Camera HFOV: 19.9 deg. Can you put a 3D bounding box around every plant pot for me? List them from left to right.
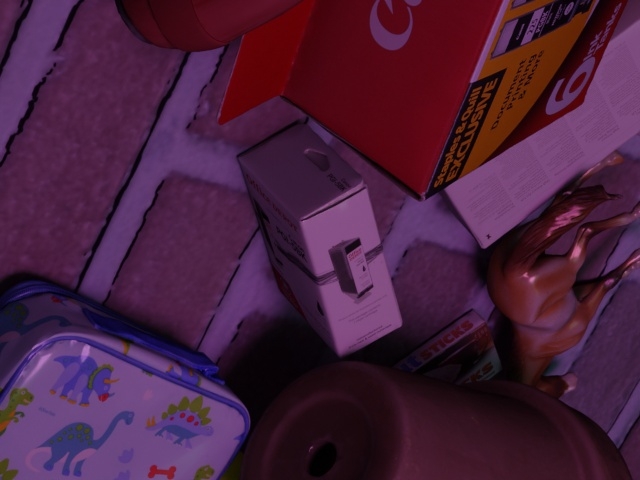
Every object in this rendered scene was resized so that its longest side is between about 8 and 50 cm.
[{"bbox_3d":[0.068,0.198,1.328,0.263,0.263,0.229,-49,134,4],"label":"plant pot"}]

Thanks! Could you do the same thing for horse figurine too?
[{"bbox_3d":[0.195,0.032,1.454,0.174,0.066,0.263,-39,150,-6],"label":"horse figurine"}]

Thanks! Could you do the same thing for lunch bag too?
[{"bbox_3d":[-0.166,0.133,1.271,0.219,0.090,0.176,27,103,-43],"label":"lunch bag"}]

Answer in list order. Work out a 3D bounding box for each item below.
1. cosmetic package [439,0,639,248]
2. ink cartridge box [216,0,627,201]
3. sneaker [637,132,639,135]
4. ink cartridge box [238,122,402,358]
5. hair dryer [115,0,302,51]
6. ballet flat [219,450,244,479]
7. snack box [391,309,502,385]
[{"bbox_3d":[0.186,-0.107,1.360,0.239,0.060,0.099,-37,132,-1],"label":"cosmetic package"},{"bbox_3d":[0.098,-0.193,1.102,0.272,0.130,0.309,-31,150,-45],"label":"ink cartridge box"},{"bbox_3d":[0.320,-0.108,1.442,0.152,0.061,0.054,-25,130,-20],"label":"sneaker"},{"bbox_3d":[0.000,0.000,1.289,0.056,0.099,0.135,-28,131,-14],"label":"ink cartridge box"},{"bbox_3d":[-0.080,-0.210,0.980,0.080,0.293,0.224,-53,158,-55],"label":"hair dryer"},{"bbox_3d":[-0.124,0.263,1.399,0.231,0.077,0.077,-47,134,2],"label":"ballet flat"},{"bbox_3d":[0.066,0.130,1.477,0.178,0.022,0.064,-34,135,-11],"label":"snack box"}]
